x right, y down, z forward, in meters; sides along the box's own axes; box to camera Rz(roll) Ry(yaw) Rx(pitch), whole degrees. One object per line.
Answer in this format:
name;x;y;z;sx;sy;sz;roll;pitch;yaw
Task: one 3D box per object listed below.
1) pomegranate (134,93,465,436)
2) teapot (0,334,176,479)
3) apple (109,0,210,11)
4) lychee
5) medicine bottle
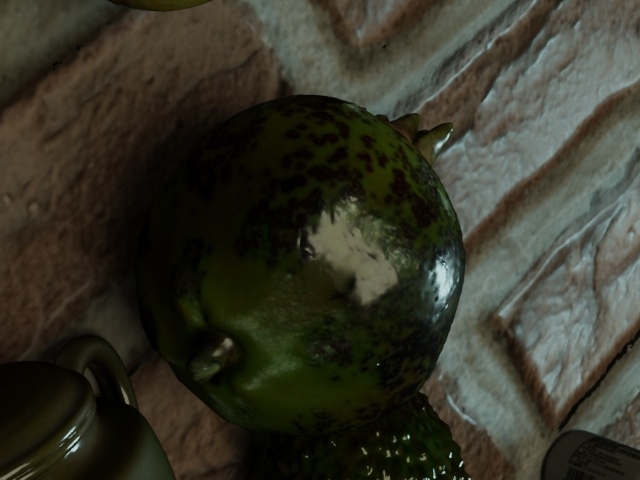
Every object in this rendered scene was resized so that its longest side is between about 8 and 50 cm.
pomegranate;-0.013;-0.011;0.769;0.204;0.222;0.276;23;52;-28
teapot;-0.178;0.141;0.681;0.268;0.185;0.175;-57;134;-60
apple;-0.098;-0.226;0.678;0.182;0.182;0.155;64;34;-25
lychee;0.029;0.173;0.847;0.171;0.171;0.171;-7;102;-34
medicine bottle;0.272;0.224;1.031;0.079;0.140;0.079;-7;103;-34
